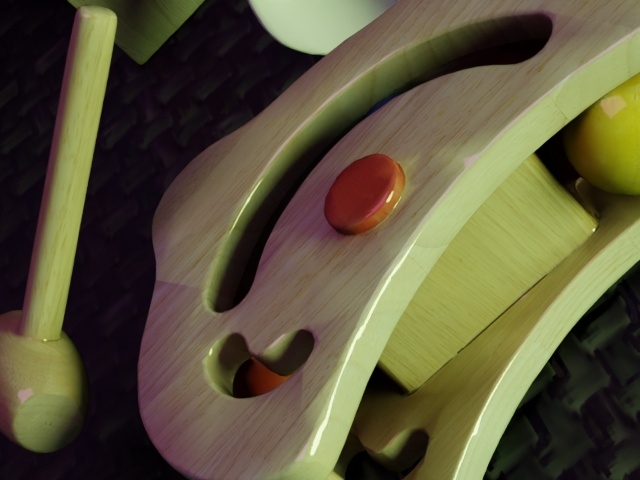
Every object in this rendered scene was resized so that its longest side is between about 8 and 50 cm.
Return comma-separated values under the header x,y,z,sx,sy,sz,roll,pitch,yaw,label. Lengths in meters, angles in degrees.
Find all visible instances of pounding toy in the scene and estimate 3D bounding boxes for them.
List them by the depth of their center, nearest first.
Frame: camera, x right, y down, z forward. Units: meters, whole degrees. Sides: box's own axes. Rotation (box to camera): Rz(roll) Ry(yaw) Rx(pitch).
x,y,z,sx,sy,sz,roll,pitch,yaw,label
0.000,0.000,0.598,0.269,0.155,0.154,-38,38,11,pounding toy

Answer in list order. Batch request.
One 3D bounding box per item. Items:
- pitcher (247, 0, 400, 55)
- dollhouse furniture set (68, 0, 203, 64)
x,y,z,sx,sy,sz,roll,pitch,yaw,label
0.009,-0.201,0.728,0.125,0.178,0.207,0,60,24,pitcher
-0.164,-0.171,0.861,0.242,0.161,0.212,-45,41,3,dollhouse furniture set
